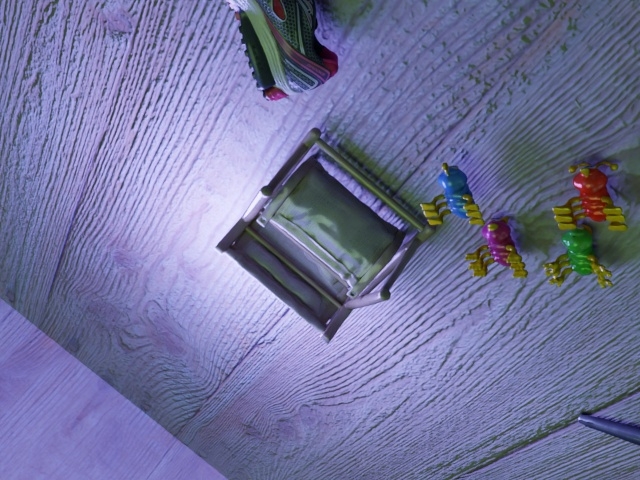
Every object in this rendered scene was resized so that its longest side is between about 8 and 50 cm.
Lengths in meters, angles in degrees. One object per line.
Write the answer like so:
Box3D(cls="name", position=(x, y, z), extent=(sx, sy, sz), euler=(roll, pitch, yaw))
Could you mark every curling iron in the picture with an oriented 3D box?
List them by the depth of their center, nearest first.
Box3D(cls="curling iron", position=(0.552, 0.337, 1.403), extent=(0.274, 0.035, 0.068), euler=(15, 137, 27))

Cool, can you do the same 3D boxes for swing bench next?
Box3D(cls="swing bench", position=(0.000, 0.000, 1.407), extent=(0.253, 0.165, 0.255), euler=(40, 149, -4))

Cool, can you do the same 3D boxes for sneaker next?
Box3D(cls="sneaker", position=(-0.066, -0.339, 1.159), extent=(0.112, 0.120, 0.299), euler=(-14, 123, 13))

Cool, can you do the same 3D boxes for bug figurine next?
Box3D(cls="bug figurine", position=(0.292, -0.027, 1.206), extent=(0.279, 0.072, 0.216), euler=(4, 138, 31))
